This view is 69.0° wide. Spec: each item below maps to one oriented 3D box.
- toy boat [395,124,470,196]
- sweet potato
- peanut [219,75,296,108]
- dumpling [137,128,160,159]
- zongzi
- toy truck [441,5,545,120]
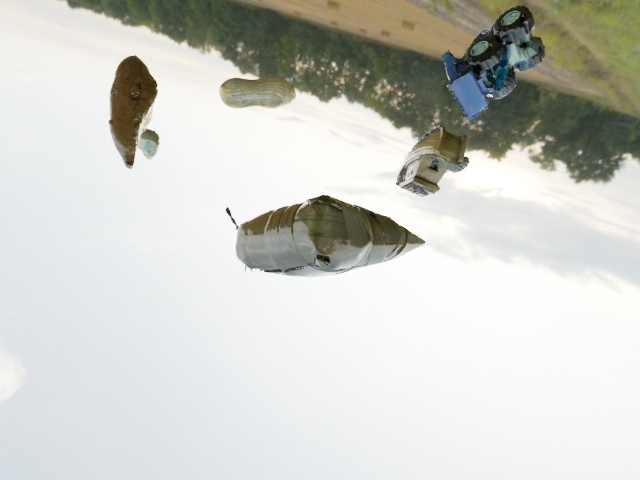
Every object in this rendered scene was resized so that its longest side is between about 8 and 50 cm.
[{"bbox_3d":[0.240,-0.161,1.072,0.089,0.122,0.321,20,173,-6],"label":"toy boat"},{"bbox_3d":[-0.262,-0.189,0.648,0.067,0.060,0.206,-4,-113,2],"label":"sweet potato"},{"bbox_3d":[-0.169,-0.398,1.255,0.206,0.087,0.087,-3,-154,-7],"label":"peanut"},{"bbox_3d":[-0.347,-0.192,0.932,0.077,0.060,0.043,26,-152,11],"label":"dumpling"},{"bbox_3d":[-0.001,0.022,1.439,0.466,0.218,0.499,15,164,-43],"label":"zongzi"},{"bbox_3d":[0.335,-0.362,0.943,0.113,0.208,0.126,40,-172,-40],"label":"toy truck"}]
